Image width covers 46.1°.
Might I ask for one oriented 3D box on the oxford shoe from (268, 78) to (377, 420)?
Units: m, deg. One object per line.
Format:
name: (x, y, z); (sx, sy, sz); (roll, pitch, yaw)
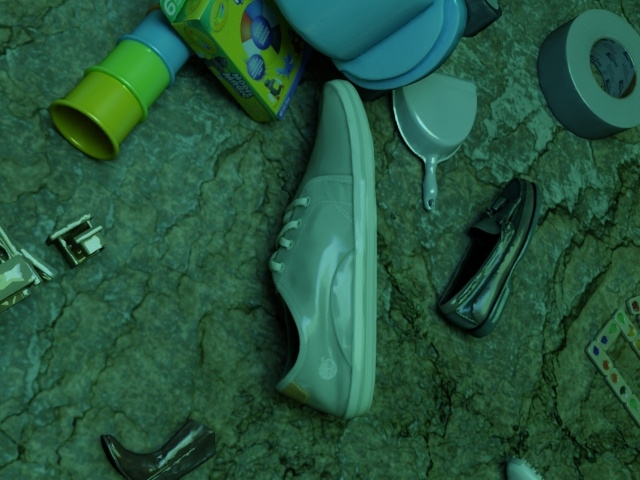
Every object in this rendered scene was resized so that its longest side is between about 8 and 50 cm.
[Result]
oxford shoe: (0.000, 0.000, 0.965); (0.130, 0.169, 0.448); (2, 77, -5)

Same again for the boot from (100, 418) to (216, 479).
boot: (-0.184, 0.236, 0.873); (0.114, 0.037, 0.106); (-35, 109, -26)

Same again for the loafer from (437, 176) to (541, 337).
loafer: (0.254, 0.010, 1.126); (0.084, 0.096, 0.267); (28, 69, -13)

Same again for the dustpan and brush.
dustpan and brush: (0.173, -0.151, 1.146); (0.147, 0.060, 0.211); (8, 68, -25)

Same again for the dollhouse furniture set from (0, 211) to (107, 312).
dollhouse furniture set: (-0.301, -0.009, 0.784); (0.161, 0.182, 0.101); (-36, 96, -29)

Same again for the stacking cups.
stacking cups: (-0.209, -0.243, 0.950); (0.096, 0.096, 0.316); (38, 59, -15)

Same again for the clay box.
clay box: (-0.102, -0.270, 0.965); (0.222, 0.053, 0.127); (47, 57, -47)

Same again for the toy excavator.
toy excavator: (-0.009, -0.377, 0.892); (0.432, 0.222, 0.445); (61, 29, -1)

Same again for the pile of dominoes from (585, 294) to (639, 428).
pile of dominoes: (0.577, 0.218, 1.276); (0.196, 0.040, 0.251); (-42, 100, -28)

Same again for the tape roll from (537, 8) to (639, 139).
tape roll: (0.490, -0.291, 1.328); (0.219, 0.072, 0.219); (6, 76, -26)

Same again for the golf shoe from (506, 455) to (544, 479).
golf shoe: (0.292, 0.401, 1.072); (0.086, 0.069, 0.176); (-17, 86, -24)
